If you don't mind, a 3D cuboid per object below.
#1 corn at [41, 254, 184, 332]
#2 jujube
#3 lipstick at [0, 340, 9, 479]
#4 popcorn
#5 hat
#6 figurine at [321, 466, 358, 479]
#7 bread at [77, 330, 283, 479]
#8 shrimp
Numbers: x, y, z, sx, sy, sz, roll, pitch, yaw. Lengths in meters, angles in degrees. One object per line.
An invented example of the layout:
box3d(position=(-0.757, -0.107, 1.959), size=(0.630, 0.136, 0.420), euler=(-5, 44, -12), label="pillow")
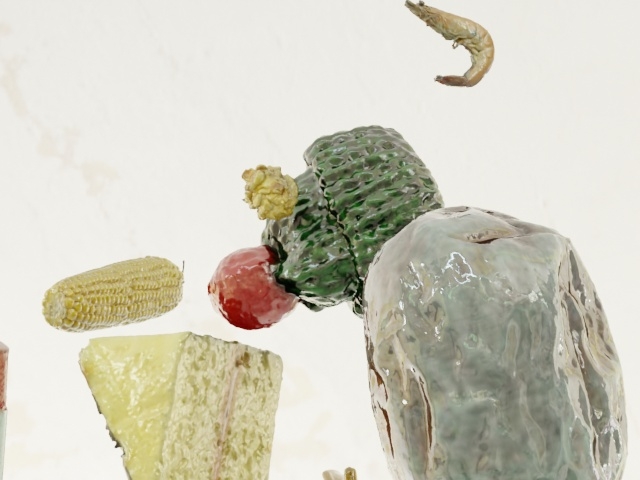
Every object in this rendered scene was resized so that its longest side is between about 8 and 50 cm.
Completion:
box3d(position=(-0.316, 0.085, 2.027), size=(0.106, 0.106, 0.305), euler=(-26, -6, 26), label="corn")
box3d(position=(0.146, 0.115, 1.163), size=(0.215, 0.308, 0.246), euler=(-16, -16, 31), label="jujube")
box3d(position=(-0.261, 0.195, 0.983), size=(0.068, 0.061, 0.274), euler=(-9, -64, -42), label="lipstick")
box3d(position=(-0.065, -0.063, 1.641), size=(0.083, 0.082, 0.057), euler=(42, -64, 5), label="popcorn")
box3d(position=(0.000, 0.000, 1.724), size=(0.332, 0.274, 0.242), euler=(-22, -65, -4), label="hat")
box3d(position=(0.060, 0.568, 2.309), size=(0.268, 0.401, 0.387), euler=(-44, -34, 3), label="figurine")
box3d(position=(-0.197, 0.256, 1.737), size=(0.198, 0.236, 0.263), euler=(-7, -16, 29), label="bread")
box3d(position=(0.143, -0.230, 1.504), size=(0.127, 0.091, 0.025), euler=(35, -16, -3), label="shrimp")
